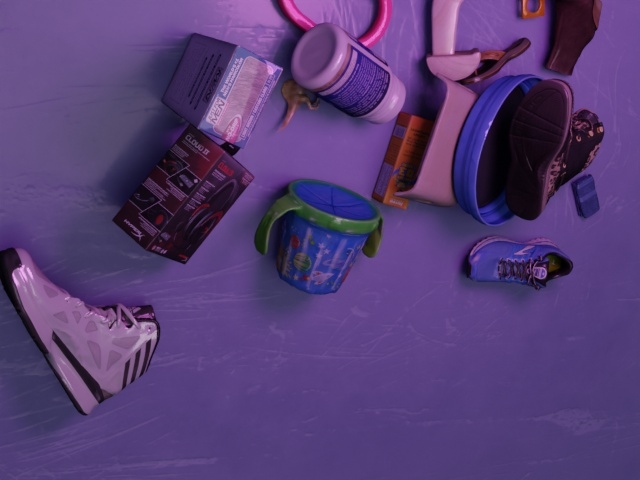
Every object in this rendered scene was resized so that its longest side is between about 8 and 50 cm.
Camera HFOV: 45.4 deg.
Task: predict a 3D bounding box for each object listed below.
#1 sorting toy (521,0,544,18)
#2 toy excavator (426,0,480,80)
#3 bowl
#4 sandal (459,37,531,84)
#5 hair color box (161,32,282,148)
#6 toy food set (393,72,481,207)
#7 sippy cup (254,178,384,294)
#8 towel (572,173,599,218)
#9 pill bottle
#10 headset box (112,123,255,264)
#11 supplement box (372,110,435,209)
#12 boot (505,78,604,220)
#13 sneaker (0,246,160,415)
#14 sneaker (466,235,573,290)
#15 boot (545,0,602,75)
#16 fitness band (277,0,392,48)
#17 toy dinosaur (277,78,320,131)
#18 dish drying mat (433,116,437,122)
[{"bbox_3d":[0.520,-0.730,1.896,0.196,0.047,0.348,0,107,-18],"label":"sorting toy"},{"bbox_3d":[0.380,-0.652,1.781,0.445,0.222,0.433,-26,106,17],"label":"toy excavator"},{"bbox_3d":[0.465,-0.230,1.936,0.391,0.077,0.391,-29,130,-41],"label":"bowl"},{"bbox_3d":[0.434,-0.459,1.927,0.219,0.090,0.060,-35,108,-8],"label":"sandal"},{"bbox_3d":[-0.210,-0.312,1.557,0.105,0.347,0.174,23,98,-28],"label":"hair color box"},{"bbox_3d":[0.294,-0.235,1.868,0.219,0.092,0.306,9,101,-51],"label":"toy food set"},{"bbox_3d":[0.000,0.000,1.835,0.305,0.240,0.224,18,111,-4],"label":"sippy cup"},{"bbox_3d":[0.767,-0.128,2.211,0.067,0.029,0.119,-28,115,-12],"label":"towel"},{"bbox_3d":[0.070,-0.369,1.738,0.264,0.153,0.153,22,98,-46],"label":"pill bottle"},{"bbox_3d":[-0.281,-0.106,1.667,0.110,0.218,0.293,39,89,15],"label":"headset box"},{"bbox_3d":[0.209,-0.200,1.925,0.078,0.080,0.233,12,105,-24],"label":"supplement box"},{"bbox_3d":[0.595,-0.261,1.901,0.284,0.138,0.377,-34,137,-36],"label":"boot"},{"bbox_3d":[-0.522,0.158,1.715,0.257,0.169,0.447,-31,125,-20],"label":"sneaker"},{"bbox_3d":[0.556,0.063,2.121,0.330,0.147,0.130,-6,110,-20],"label":"sneaker"},{"bbox_3d":[0.627,-0.535,1.949,0.248,0.090,0.207,5,112,-48],"label":"boot"},{"bbox_3d":[0.033,-0.555,1.744,0.291,0.054,0.209,30,95,-27],"label":"fitness band"},{"bbox_3d":[-0.048,-0.336,1.795,0.092,0.053,0.183,12,95,-11],"label":"toy dinosaur"},{"bbox_3d":[0.330,-0.320,1.974,0.083,0.008,0.032,-31,117,-12],"label":"dish drying mat"}]
